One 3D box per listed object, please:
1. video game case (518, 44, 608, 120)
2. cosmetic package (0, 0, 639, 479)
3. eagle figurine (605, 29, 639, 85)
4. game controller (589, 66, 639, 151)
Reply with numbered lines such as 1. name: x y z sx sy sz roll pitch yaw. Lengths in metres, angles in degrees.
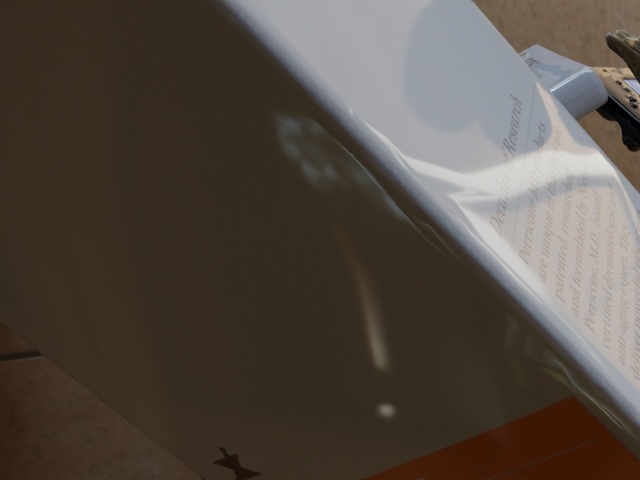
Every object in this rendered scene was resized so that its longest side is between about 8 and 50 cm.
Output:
1. video game case: 0.079 -0.071 0.932 0.329 0.300 0.036 -31 100 11
2. cosmetic package: 0.000 0.000 0.511 0.230 0.161 0.453 -31 116 36
3. eagle figurine: 0.358 -0.203 0.819 0.298 0.226 0.225 -42 80 -10
4. game controller: 0.489 -0.183 1.429 0.067 0.319 0.166 -51 60 37
